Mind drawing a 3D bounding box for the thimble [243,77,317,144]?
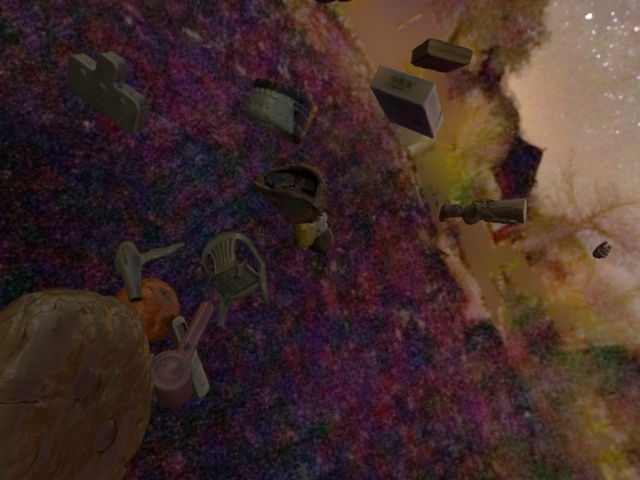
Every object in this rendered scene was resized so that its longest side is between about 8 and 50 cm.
[{"bbox_3d":[-0.138,-0.428,1.551,0.237,0.150,0.237,25,1,0],"label":"thimble"}]

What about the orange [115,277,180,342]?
[{"bbox_3d":[-0.655,0.264,1.769,0.246,0.246,0.246,50,27,-36],"label":"orange"}]

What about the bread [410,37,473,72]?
[{"bbox_3d":[0.231,-0.354,0.906,0.094,0.090,0.035,-135,-125,-76],"label":"bread"}]

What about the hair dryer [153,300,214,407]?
[{"bbox_3d":[-0.432,0.357,1.549,0.210,0.125,0.353,107,4,-54],"label":"hair dryer"}]

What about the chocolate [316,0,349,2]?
[{"bbox_3d":[0.070,-0.738,1.343,0.148,0.214,0.093,-39,132,-37],"label":"chocolate"}]

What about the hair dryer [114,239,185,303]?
[{"bbox_3d":[-0.564,0.100,1.527,0.088,0.224,0.219,91,-1,-61],"label":"hair dryer"}]

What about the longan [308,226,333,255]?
[{"bbox_3d":[0.000,0.000,1.613,0.106,0.106,0.119,-83,155,-53],"label":"longan"}]

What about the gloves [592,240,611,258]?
[{"bbox_3d":[0.785,0.028,1.312,0.081,0.037,0.044,52,39,-72],"label":"gloves"}]

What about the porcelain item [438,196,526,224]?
[{"bbox_3d":[0.409,-0.076,1.199,0.084,0.213,0.054,-59,139,-41],"label":"porcelain item"}]

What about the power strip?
[{"bbox_3d":[-0.633,-0.464,1.401,0.264,0.194,0.059,36,40,2],"label":"power strip"}]

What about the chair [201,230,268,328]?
[{"bbox_3d":[-0.298,0.115,1.583,0.191,0.203,0.275,58,7,-28],"label":"chair"}]

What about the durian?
[{"bbox_3d":[-0.048,-0.097,1.039,0.119,0.186,0.108,-55,151,-32],"label":"durian"}]

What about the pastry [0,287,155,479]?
[{"bbox_3d":[-0.348,0.223,0.626,0.329,0.136,0.330,4,90,-74],"label":"pastry"}]

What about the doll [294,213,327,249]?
[{"bbox_3d":[-0.026,-0.037,1.365,0.162,0.062,0.106,-50,148,-59],"label":"doll"}]

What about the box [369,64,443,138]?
[{"bbox_3d":[0.235,-0.363,1.249,0.155,0.067,0.243,29,3,20],"label":"box"}]

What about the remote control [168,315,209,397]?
[{"bbox_3d":[-0.485,0.429,1.732,0.090,0.038,0.310,-32,105,-73],"label":"remote control"}]
